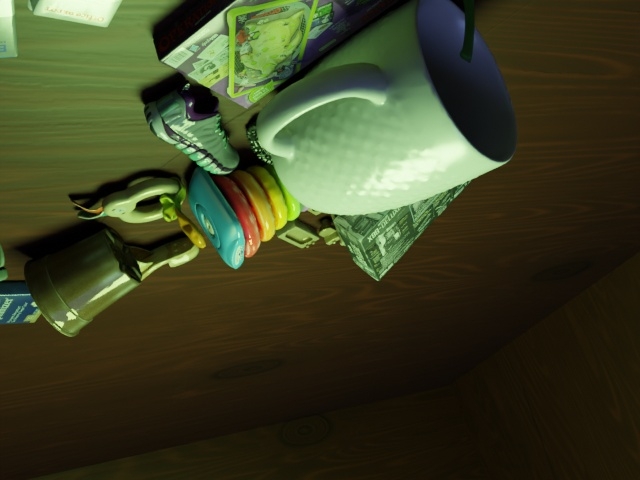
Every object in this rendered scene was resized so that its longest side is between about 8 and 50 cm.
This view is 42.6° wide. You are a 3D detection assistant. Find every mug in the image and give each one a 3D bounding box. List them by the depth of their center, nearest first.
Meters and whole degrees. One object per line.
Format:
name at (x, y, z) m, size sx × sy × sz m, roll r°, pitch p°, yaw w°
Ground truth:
mug at (0.064, -0.183, 1.241) m, size 0.328 × 0.276 × 0.374 m, roll -24°, pitch 166°, yaw 34°

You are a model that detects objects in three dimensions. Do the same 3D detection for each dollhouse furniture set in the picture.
dollhouse furniture set at (0.000, 0.000, 1.784) m, size 0.151 × 0.123 × 0.144 m, roll -29°, pitch 155°, yaw 18°

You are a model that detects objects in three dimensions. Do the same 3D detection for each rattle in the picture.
rattle at (-0.325, -0.028, 1.455) m, size 0.199 × 0.143 × 0.130 m, roll -13°, pitch 175°, yaw -31°

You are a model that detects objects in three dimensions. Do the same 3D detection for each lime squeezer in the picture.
lime squeezer at (0.264, -0.397, 1.180) m, size 0.310 × 0.110 × 0.059 m, roll -48°, pitch 141°, yaw -11°

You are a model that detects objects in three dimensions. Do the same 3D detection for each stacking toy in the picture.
stacking toy at (-0.080, -0.090, 1.535) m, size 0.301 × 0.166 × 0.175 m, roll -28°, pitch 159°, yaw -21°

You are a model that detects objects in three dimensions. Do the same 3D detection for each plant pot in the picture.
plant pot at (-0.440, 0.068, 1.553) m, size 0.165 × 0.167 × 0.167 m, roll -31°, pitch 156°, yaw 3°

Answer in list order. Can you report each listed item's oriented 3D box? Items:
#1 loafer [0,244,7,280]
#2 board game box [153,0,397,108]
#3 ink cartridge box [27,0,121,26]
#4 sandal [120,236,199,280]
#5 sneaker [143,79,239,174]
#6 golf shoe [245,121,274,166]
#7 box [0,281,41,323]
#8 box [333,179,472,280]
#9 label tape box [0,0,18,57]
loafer at (-0.685, 0.045, 1.415) m, size 0.267 × 0.084 × 0.096 m, roll -7°, pitch -176°, yaw -21°
board game box at (-0.040, -0.324, 1.150) m, size 0.346 × 0.056 × 0.208 m, roll -31°, pitch 150°, yaw 23°
ink cartridge box at (-0.271, -0.315, 0.924) m, size 0.092 × 0.090 × 0.143 m, roll 1°, pitch 150°, yaw -40°
sandal at (-0.369, 0.033, 1.653) m, size 0.240 × 0.088 × 0.079 m, roll -24°, pitch 126°, yaw -8°
sneaker at (-0.177, -0.177, 1.317) m, size 0.098 × 0.083 × 0.223 m, roll -34°, pitch 153°, yaw 17°
golf shoe at (-0.045, -0.171, 1.459) m, size 0.198 × 0.094 × 0.077 m, roll 30°, pitch 150°, yaw -32°
box at (-0.661, 0.126, 1.639) m, size 0.225 × 0.037 × 0.136 m, roll 2°, pitch 148°, yaw -39°
box at (0.175, -0.083, 1.649) m, size 0.307 × 0.076 × 0.242 m, roll -47°, pitch 157°, yaw -6°
label tape box at (-0.454, -0.261, 0.875) m, size 0.240 × 0.106 × 0.334 m, roll -10°, pitch 154°, yaw -21°
